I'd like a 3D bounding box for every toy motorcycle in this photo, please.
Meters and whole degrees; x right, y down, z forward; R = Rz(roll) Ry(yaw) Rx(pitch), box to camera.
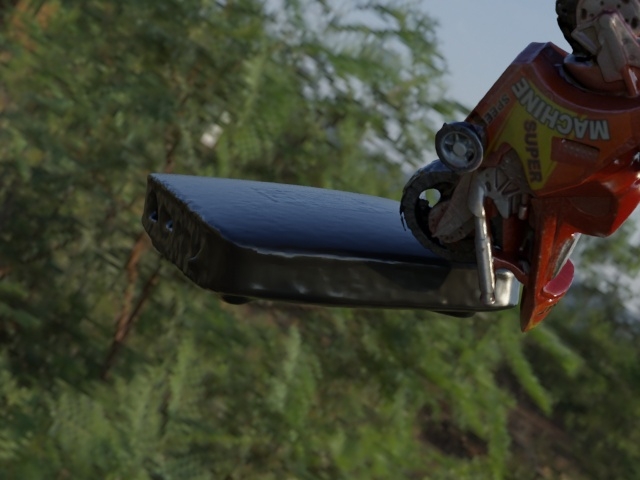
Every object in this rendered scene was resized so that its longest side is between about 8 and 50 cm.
[{"bbox_3d":[0.177,-0.062,0.964,0.171,0.298,0.089,35,41,-1],"label":"toy motorcycle"}]

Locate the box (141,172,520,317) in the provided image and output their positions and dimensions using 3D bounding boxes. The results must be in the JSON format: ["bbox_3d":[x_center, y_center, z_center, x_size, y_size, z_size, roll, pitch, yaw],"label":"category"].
[{"bbox_3d":[0.000,0.000,1.188,0.289,0.073,0.290,5,11,-22],"label":"box"}]
